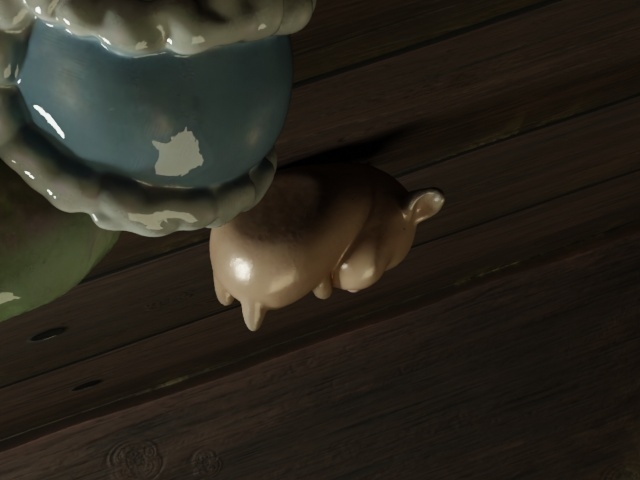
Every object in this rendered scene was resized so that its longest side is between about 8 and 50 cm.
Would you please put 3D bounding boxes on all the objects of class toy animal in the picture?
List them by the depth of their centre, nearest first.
[{"bbox_3d":[-0.092,-0.115,1.021,0.208,0.156,0.204,-24,138,-50],"label":"toy animal"},{"bbox_3d":[-0.005,-0.010,1.851,0.250,0.166,0.154,-19,129,-29],"label":"toy animal"}]

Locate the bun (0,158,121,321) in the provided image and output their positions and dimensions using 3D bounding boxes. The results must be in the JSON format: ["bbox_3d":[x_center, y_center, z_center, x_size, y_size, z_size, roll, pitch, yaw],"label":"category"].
[{"bbox_3d":[-0.279,-0.050,1.119,0.293,0.187,0.293,-13,-159,5],"label":"bun"}]
